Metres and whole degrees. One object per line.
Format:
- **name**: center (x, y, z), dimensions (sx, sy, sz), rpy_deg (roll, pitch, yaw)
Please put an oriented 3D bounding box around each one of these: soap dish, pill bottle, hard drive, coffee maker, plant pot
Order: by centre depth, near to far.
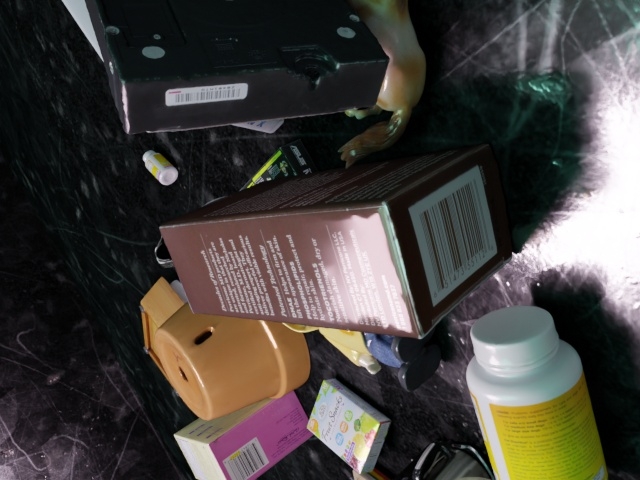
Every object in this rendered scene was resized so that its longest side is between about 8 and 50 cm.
- **hard drive**: center (-0.110, -0.245, 0.575), dimensions (0.339, 0.236, 0.064), rpy_deg (63, 153, 32)
- **pill bottle**: center (0.228, 0.183, 0.618), dimensions (0.117, 0.117, 0.215), rpy_deg (2, 116, 54)
- **coffee maker**: center (0.145, 0.387, 0.831), dimensions (0.120, 0.178, 0.171), rpy_deg (49, 146, 20)
- **plant pot**: center (-0.189, 0.215, 1.146), dimensions (0.290, 0.203, 0.291), rpy_deg (35, 140, 36)
- **pill bottle**: center (-0.341, -0.157, 1.225), dimensions (0.083, 0.043, 0.043), rpy_deg (43, 143, 28)
- **soap dish**: center (-0.373, 0.265, 1.519), dimensions (0.229, 0.118, 0.291), rpy_deg (45, 146, 24)

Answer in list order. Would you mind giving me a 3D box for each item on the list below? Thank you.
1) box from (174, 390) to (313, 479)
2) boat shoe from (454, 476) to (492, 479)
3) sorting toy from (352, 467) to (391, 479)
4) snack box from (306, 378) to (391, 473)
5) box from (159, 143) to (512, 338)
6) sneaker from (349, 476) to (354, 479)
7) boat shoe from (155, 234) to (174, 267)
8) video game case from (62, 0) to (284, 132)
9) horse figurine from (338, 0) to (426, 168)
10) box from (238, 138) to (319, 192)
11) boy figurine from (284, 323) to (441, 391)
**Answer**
- **box**: center (-0.172, 0.426, 1.269), dimensions (0.243, 0.213, 0.117), rpy_deg (-22, 95, 57)
- **boat shoe**: center (0.334, 0.410, 0.579), dimensions (0.500, 0.187, 0.156), rpy_deg (13, 138, 41)
- **sorting toy**: center (0.129, 0.492, 1.055), dimensions (0.132, 0.046, 0.275), rpy_deg (19, 128, 47)
- **snack box**: center (0.047, 0.321, 1.010), dimensions (0.141, 0.037, 0.100), rpy_deg (28, 103, 42)
- **box**: center (0.000, 0.000, 0.679), dimensions (0.381, 0.191, 0.143), rpy_deg (0, 112, 46)
- **sneaker**: center (0.080, 0.510, 1.153), dimensions (0.069, 0.038, 0.098), rpy_deg (29, 138, 55)
- **boat shoe**: center (-0.353, 0.017, 1.344), dimensions (0.084, 0.079, 0.233), rpy_deg (59, 149, 0)
- **video game case**: center (-0.213, -0.286, 0.748), dimensions (0.036, 0.300, 0.329), rpy_deg (-40, 78, 21)
- **horse figurine**: center (0.052, -0.209, 0.616), dimensions (0.174, 0.066, 0.264), rpy_deg (17, 124, 54)
- **box**: center (-0.040, -0.034, 0.898), dimensions (0.184, 0.045, 0.190), rpy_deg (62, 148, 3)
- **boy figurine**: center (0.040, 0.111, 0.855), dimensions (0.285, 0.092, 0.177), rpy_deg (17, 130, 44)
